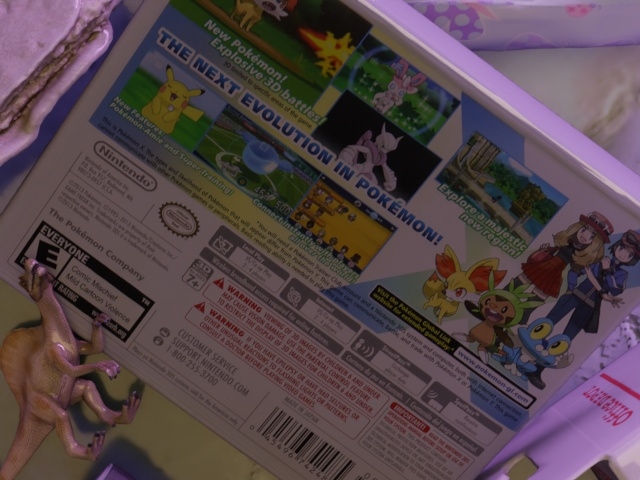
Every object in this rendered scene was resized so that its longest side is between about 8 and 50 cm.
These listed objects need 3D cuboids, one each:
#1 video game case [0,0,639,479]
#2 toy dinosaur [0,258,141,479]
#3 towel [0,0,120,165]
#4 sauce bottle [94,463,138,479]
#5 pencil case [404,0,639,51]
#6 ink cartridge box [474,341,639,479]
[{"bbox_3d":[0.000,0.000,1.121,0.329,0.036,0.300,36,119,-4],"label":"video game case"},{"bbox_3d":[-0.164,0.097,1.175,0.092,0.053,0.183,23,113,21],"label":"toy dinosaur"},{"bbox_3d":[-0.257,-0.093,1.121,0.282,0.049,0.187,-42,57,2],"label":"towel"},{"bbox_3d":[-0.015,0.267,1.166,0.344,0.111,0.111,39,91,-2],"label":"sauce bottle"},{"bbox_3d":[0.099,-0.166,1.139,0.273,0.124,0.113,-2,93,-4],"label":"pencil case"},{"bbox_3d":[0.264,0.098,1.119,0.353,0.207,0.119,-36,93,0],"label":"ink cartridge box"}]
